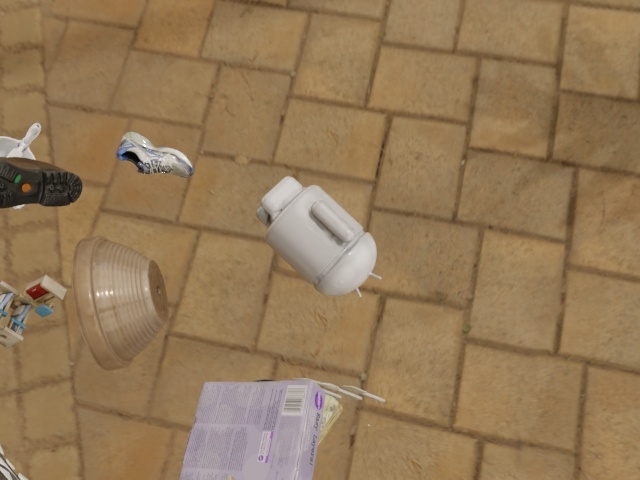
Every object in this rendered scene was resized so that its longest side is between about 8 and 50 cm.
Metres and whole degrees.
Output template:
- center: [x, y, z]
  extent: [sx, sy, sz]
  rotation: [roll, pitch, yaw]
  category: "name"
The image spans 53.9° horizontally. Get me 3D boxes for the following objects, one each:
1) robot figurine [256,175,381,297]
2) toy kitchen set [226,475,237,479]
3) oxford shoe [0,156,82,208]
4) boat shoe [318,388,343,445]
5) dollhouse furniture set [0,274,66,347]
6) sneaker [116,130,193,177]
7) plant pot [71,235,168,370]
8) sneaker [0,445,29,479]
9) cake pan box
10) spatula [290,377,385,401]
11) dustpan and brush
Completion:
- center: [0.000, 0.000, 1.602]
  extent: [0.353, 0.300, 0.200]
  rotation: [44, 69, 3]
  category: "robot figurine"
- center: [-0.070, 0.281, 0.621]
  extent: [0.068, 0.075, 0.083]
  rotation: [-18, 54, 2]
  category: "toy kitchen set"
- center: [-0.525, -0.102, 1.044]
  extent: [0.096, 0.227, 0.083]
  rotation: [28, 103, 37]
  category: "oxford shoe"
- center: [-0.026, 0.538, 1.689]
  extent: [0.089, 0.104, 0.285]
  rotation: [41, 58, -13]
  category: "boat shoe"
- center: [-0.816, 0.177, 1.699]
  extent: [0.183, 0.129, 0.129]
  rotation: [-25, 39, 22]
  category: "dollhouse furniture set"
- center: [-0.285, -0.132, 1.073]
  extent: [0.135, 0.052, 0.058]
  rotation: [22, 50, 0]
  category: "sneaker"
- center: [-0.335, 0.100, 1.101]
  extent: [0.109, 0.237, 0.237]
  rotation: [-12, 73, -3]
  category: "plant pot"
- center: [-0.372, 0.239, 0.648]
  extent: [0.234, 0.106, 0.078]
  rotation: [45, 76, 5]
  category: "sneaker"
- center: [-0.127, 0.373, 1.117]
  extent: [0.245, 0.070, 0.267]
  rotation: [-8, 54, 25]
  category: "cake pan box"
- center: [0.049, 0.359, 1.510]
  extent: [0.168, 0.242, 0.019]
  rotation: [-3, 69, 26]
  category: "spatula"
- center: [-0.653, -0.184, 1.347]
  extent: [0.060, 0.147, 0.211]
  rotation: [-32, 32, 23]
  category: "dustpan and brush"
